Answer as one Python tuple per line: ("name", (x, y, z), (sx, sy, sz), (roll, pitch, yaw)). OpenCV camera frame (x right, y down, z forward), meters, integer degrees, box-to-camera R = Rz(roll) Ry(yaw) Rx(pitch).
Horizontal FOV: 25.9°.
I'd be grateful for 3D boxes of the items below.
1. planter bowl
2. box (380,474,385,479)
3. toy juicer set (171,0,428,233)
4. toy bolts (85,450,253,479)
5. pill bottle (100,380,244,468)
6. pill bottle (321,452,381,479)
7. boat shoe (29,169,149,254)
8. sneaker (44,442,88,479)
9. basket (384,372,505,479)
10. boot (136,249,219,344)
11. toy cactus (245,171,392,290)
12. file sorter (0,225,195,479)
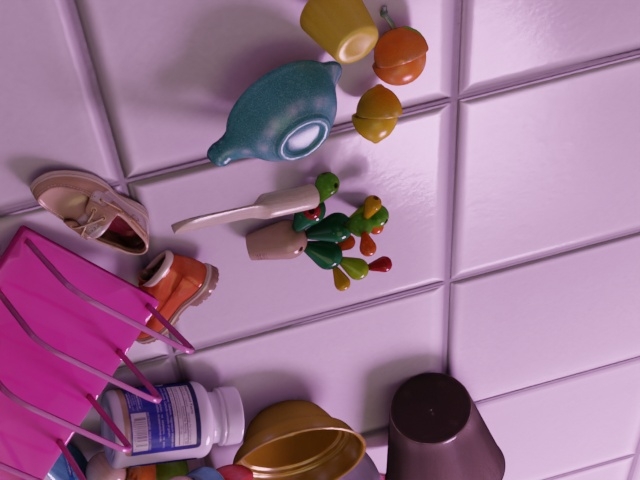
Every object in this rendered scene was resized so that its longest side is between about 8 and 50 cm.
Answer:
("planter bowl", (-0.046, 0.305, 2.130), (0.217, 0.090, 0.217), (-13, 146, -9))
("box", (0.024, 0.543, 2.453), (0.300, 0.142, 0.154), (-40, 142, 28))
("toy juicer set", (-0.016, -0.136, 1.538), (0.209, 0.089, 0.329), (5, 133, -51))
("toy bolts", (-0.228, 0.394, 2.003), (0.229, 0.218, 0.158), (-7, 166, 31))
("pill bottle", (-0.208, 0.256, 1.965), (0.187, 0.112, 0.112), (-4, 143, -21))
("pill bottle", (-0.010, 0.429, 2.296), (0.121, 0.121, 0.216), (15, 134, -40))
("boat shoe", (-0.255, -0.029, 1.586), (0.063, 0.059, 0.170), (-37, 142, 25))
("sneaker", (-0.452, 0.340, 1.955), (0.208, 0.127, 0.319), (-21, 145, 1))
("basket", (0.186, 0.321, 2.220), (0.204, 0.154, 0.227), (-17, 142, 1))
("boot", (-0.208, 0.069, 1.759), (0.085, 0.059, 0.158), (25, 126, -33))
("toy cactus", (0.000, 0.000, 1.729), (0.181, 0.112, 0.219), (-12, 155, 8))
("file sorter", (-0.314, 0.176, 1.599), (0.202, 0.182, 0.290), (32, 92, -34))
